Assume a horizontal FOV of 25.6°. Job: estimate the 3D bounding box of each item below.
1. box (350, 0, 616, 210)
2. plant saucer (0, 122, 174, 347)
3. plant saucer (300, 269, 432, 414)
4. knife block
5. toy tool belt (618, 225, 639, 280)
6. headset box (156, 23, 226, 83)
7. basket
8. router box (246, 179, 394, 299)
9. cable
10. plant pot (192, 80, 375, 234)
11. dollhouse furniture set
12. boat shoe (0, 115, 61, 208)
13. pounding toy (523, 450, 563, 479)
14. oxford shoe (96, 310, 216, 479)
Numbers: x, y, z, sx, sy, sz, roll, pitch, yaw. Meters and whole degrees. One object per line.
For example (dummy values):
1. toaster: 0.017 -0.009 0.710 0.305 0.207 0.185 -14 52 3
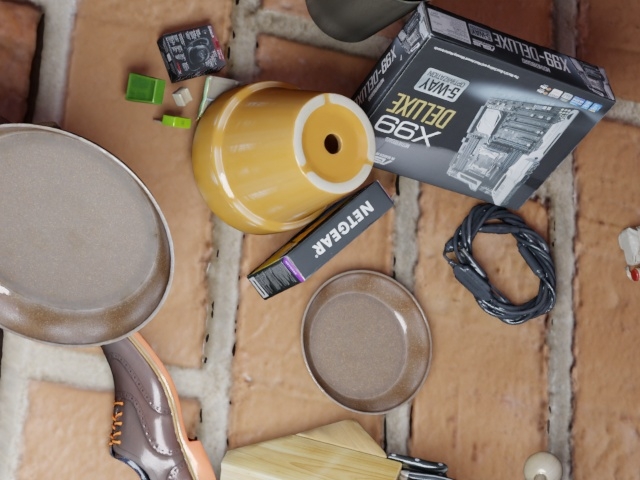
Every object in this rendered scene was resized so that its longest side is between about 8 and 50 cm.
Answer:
1. box: 0.208 -0.177 1.938 0.307 0.242 0.076 16 44 -26
2. plant saucer: -0.316 -0.010 1.656 0.311 0.310 0.050 38 32 -12
3. plant saucer: 0.058 0.140 1.914 0.199 0.036 0.198 6 74 -23
4. knife block: 0.040 0.334 1.745 0.276 0.242 0.088 -10 124 -28
5. toy tool belt: 0.491 0.017 2.143 0.051 0.052 0.083 -10 82 -19
6. headset box: -0.171 -0.254 1.910 0.083 0.032 0.062 -19 86 -29
7. basket: 0.082 -0.373 1.950 0.154 0.227 0.204 37 65 -13
8. router box: 0.000 0.000 1.868 0.179 0.133 0.046 -40 96 -28
9. cable: 0.269 0.035 2.041 0.184 0.047 0.150 40 59 -6
10. plant pot: -0.033 -0.114 1.828 0.205 0.188 0.205 3 85 -34
11. dollhouse furniture set: -0.182 -0.188 1.876 0.152 0.059 0.076 4 98 -46
12. boat shoe: -0.351 -0.096 1.738 0.342 0.123 0.123 29 67 -9
13. pounding toy: 0.252 0.410 1.888 0.183 0.110 0.236 -44 138 -56
14. oxford shoe: -0.222 0.217 1.731 0.098 0.097 0.271 -26 87 -20
